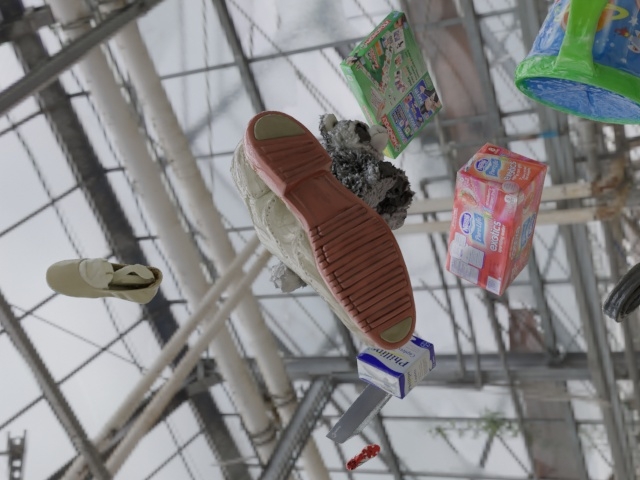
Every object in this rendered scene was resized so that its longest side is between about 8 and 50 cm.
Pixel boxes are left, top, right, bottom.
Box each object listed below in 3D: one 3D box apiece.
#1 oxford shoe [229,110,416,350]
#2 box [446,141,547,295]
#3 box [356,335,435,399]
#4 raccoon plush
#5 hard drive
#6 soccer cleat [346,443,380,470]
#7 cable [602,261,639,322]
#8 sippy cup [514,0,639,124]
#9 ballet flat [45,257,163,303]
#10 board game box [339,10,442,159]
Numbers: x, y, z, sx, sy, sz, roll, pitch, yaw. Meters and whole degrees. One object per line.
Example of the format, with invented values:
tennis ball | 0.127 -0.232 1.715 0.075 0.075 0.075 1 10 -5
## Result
oxford shoe | 0.000 0.000 1.356 0.141 0.146 0.397 -21 -106 -36
box | 0.389 -0.046 2.049 0.142 0.154 0.299 -43 -34 -37
box | 0.175 0.279 2.109 0.137 0.126 0.072 -39 -45 -35
raccoon plush | -0.001 -0.119 2.142 0.447 0.299 0.216 -30 -39 -17
hard drive | 0.129 0.412 2.342 0.254 0.054 0.172 -51 -16 10
soccer cleat | 0.089 0.451 1.906 0.029 0.083 0.035 53 -175 9
cable | 0.462 -0.012 1.193 0.287 0.072 0.139 -47 -26 4
sippy cup | 0.458 -0.330 1.481 0.305 0.240 0.224 -172 100 -80
ballet flat | -0.401 0.067 1.740 0.248 0.086 0.086 11 -104 -51
board game box | 0.187 -0.392 2.329 0.213 0.046 0.317 -47 -46 -18
